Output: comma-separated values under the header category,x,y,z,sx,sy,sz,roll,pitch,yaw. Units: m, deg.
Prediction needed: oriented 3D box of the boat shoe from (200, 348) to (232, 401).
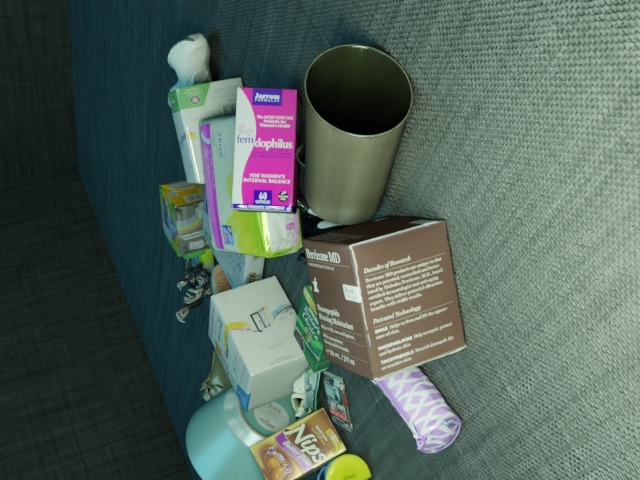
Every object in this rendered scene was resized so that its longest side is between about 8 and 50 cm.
category,x,y,z,sx,sy,sz,roll,pitch,yaw
boat shoe,-0.308,0.469,2.320,0.121,0.110,0.341,43,141,49

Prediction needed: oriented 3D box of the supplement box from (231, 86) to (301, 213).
category,x,y,z,sx,sy,sz,roll,pitch,yaw
supplement box,-0.097,-0.162,1.375,0.114,0.111,0.220,9,-97,-87

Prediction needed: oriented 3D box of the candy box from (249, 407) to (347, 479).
category,x,y,z,sx,sy,sz,roll,pitch,yaw
candy box,-0.049,0.463,1.651,0.109,0.187,0.053,58,167,23

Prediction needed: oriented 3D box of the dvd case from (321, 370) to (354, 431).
category,x,y,z,sx,sy,sz,roll,pitch,yaw
dvd case,0.037,0.346,1.620,0.087,0.013,0.119,5,110,64

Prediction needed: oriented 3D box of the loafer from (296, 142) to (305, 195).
category,x,y,z,sx,sy,sz,roll,pitch,yaw
loafer,-0.010,-0.153,1.337,0.076,0.078,0.223,63,154,24

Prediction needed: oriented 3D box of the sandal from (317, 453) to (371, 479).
category,x,y,z,sx,sy,sz,roll,pitch,yaw
sandal,0.064,0.604,1.605,0.138,0.126,0.317,170,93,-69

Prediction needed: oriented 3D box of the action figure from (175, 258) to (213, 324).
category,x,y,z,sx,sy,sz,roll,pitch,yaw
action figure,-0.338,0.170,2.134,0.275,0.141,0.164,50,148,21

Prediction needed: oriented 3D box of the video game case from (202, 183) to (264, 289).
category,x,y,z,sx,sy,sz,roll,pitch,yaw
video game case,-0.221,-0.018,1.896,0.269,0.061,0.244,56,151,34

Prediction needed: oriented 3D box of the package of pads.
category,x,y,z,sx,sy,sz,roll,pitch,yaw
package of pads,-0.147,-0.117,1.557,0.229,0.101,0.296,5,104,51

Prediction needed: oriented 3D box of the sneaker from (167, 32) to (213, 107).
category,x,y,z,sx,sy,sz,roll,pitch,yaw
sneaker,-0.295,-0.381,1.817,0.129,0.111,0.297,53,157,18

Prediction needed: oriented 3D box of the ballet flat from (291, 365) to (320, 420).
category,x,y,z,sx,sy,sz,roll,pitch,yaw
ballet flat,-0.034,0.347,1.697,0.070,0.070,0.188,47,143,46

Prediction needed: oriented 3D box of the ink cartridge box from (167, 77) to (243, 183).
category,x,y,z,sx,sy,sz,roll,pitch,yaw
ink cartridge box,-0.239,-0.244,1.683,0.093,0.154,0.212,6,110,64

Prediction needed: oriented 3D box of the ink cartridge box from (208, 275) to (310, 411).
category,x,y,z,sx,sy,sz,roll,pitch,yaw
ink cartridge box,-0.141,0.238,1.747,0.232,0.168,0.171,58,151,32

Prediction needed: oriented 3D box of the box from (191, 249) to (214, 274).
category,x,y,z,sx,sy,sz,roll,pitch,yaw
box,-0.355,0.076,2.267,0.109,0.042,0.178,46,143,47

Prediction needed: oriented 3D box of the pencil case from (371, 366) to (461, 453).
category,x,y,z,sx,sy,sz,roll,pitch,yaw
pencil case,0.146,0.260,1.243,0.206,0.088,0.086,50,144,44

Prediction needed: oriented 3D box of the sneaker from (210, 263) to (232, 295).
category,x,y,z,sx,sy,sz,roll,pitch,yaw
sneaker,-0.215,0.206,1.962,0.302,0.108,0.121,62,149,23

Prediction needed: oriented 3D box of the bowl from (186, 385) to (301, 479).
category,x,y,z,sx,sy,sz,roll,pitch,yaw
bowl,-0.150,0.455,1.802,0.311,0.311,0.163,56,131,35

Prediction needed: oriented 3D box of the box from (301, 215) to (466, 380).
category,x,y,z,sx,sy,sz,roll,pitch,yaw
box,0.095,0.080,1.145,0.168,0.167,0.203,7,110,64

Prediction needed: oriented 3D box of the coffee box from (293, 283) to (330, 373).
category,x,y,z,sx,sy,sz,roll,pitch,yaw
coffee box,-0.008,0.185,1.585,0.113,0.040,0.184,59,152,31

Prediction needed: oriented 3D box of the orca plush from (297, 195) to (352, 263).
category,x,y,z,sx,sy,sz,roll,pitch,yaw
orca plush,0.000,0.000,1.380,0.287,0.102,0.151,52,147,41

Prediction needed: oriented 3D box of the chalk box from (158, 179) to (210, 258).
category,x,y,z,sx,sy,sz,roll,pitch,yaw
chalk box,-0.362,-0.049,2.098,0.132,0.132,0.213,47,143,45

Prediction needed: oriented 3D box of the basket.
category,x,y,z,sx,sy,sz,roll,pitch,yaw
basket,0.046,-0.143,1.140,0.227,0.154,0.204,96,173,-49
